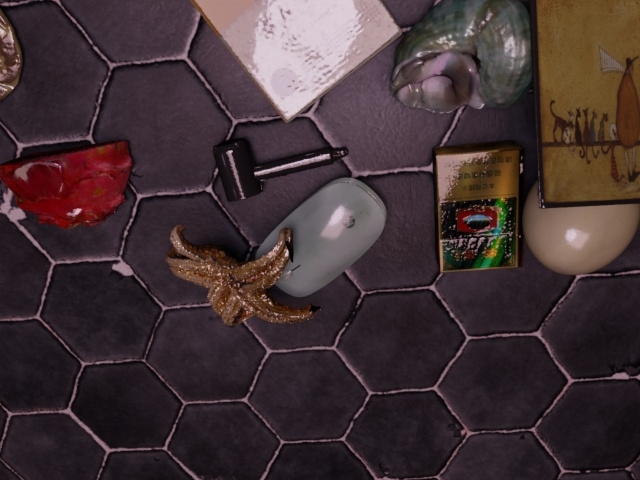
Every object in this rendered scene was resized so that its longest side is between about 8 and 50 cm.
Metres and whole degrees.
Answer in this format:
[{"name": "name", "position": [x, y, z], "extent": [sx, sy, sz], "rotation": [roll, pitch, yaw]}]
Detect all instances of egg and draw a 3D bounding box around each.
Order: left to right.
[{"name": "egg", "position": [0.451, -0.043, 1.003], "extent": [0.186, 0.241, 0.186], "rotation": [21, 141, 18]}]

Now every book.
[{"name": "book", "position": [-0.075, -0.432, 0.988], "extent": [0.269, 0.032, 0.389], "rotation": [-36, 106, 15]}]

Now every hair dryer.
[{"name": "hair dryer", "position": [-0.072, -0.154, 1.084], "extent": [0.248, 0.070, 0.114], "rotation": [-13, 110, 5]}]

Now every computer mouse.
[{"name": "computer mouse", "position": [0.000, 0.002, 1.124], "extent": [0.159, 0.097, 0.288], "rotation": [43, 108, -15]}]

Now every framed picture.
[{"name": "framed picture", "position": [0.437, -0.222, 0.894], "extent": [0.256, 0.014, 0.338], "rotation": [-3, 91, -19]}]

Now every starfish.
[{"name": "starfish", "position": [-0.163, 0.062, 1.112], "extent": [0.303, 0.113, 0.312], "rotation": [-22, 125, 39]}]

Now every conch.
[{"name": "conch", "position": [0.261, -0.302, 0.952], "extent": [0.277, 0.195, 0.220], "rotation": [-3, 134, -19]}]

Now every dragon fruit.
[{"name": "dragon fruit", "position": [-0.499, -0.108, 1.097], "extent": [0.262, 0.189, 0.162], "rotation": [-6, 81, 10]}]

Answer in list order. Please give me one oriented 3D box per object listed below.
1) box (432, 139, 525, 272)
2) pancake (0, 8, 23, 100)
[{"name": "box", "position": [0.296, -0.061, 1.091], "extent": [0.160, 0.071, 0.240], "rotation": [-6, 112, 4]}, {"name": "pancake", "position": [-0.675, -0.365, 1.056], "extent": [0.250, 0.031, 0.249], "rotation": [2, 113, 4]}]
